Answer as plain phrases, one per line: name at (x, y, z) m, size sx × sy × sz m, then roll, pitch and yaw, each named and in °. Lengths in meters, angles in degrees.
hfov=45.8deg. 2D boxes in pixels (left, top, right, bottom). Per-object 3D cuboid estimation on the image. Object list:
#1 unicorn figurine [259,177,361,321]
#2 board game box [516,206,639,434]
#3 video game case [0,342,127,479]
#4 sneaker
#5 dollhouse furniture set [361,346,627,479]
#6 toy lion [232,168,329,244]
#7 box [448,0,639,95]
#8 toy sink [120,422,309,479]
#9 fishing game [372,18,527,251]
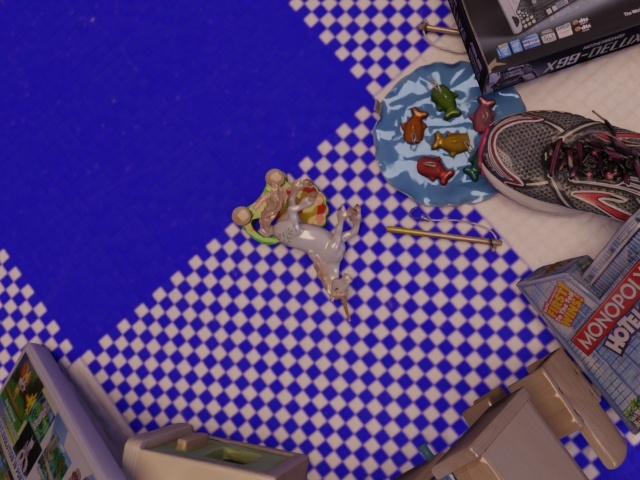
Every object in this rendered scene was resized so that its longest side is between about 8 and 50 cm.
unicorn figurine at (0.000, 0.000, 0.893) m, size 0.162 × 0.060 × 0.111 m, roll 32°, pitch 109°, yaw 9°
board game box at (0.311, 0.066, 0.782) m, size 0.194 × 0.060 × 0.194 m, roll 43°, pitch 134°, yaw 23°
video game case at (-0.352, 0.312, 0.853) m, size 0.329 × 0.036 × 0.300 m, roll 30°, pitch 90°, yaw 52°
sneaker at (0.319, -0.079, 0.807) m, size 0.299 × 0.112 × 0.121 m, roll 14°, pitch 86°, yaw 12°
dollhouse furniture set at (0.144, 0.302, 0.761) m, size 0.303 × 0.286 × 0.198 m, roll -42°, pitch 77°, yaw 34°
toy lion at (-0.043, -0.033, 0.930) m, size 0.096 × 0.034 × 0.100 m, roll 43°, pitch 93°, yaw 6°
box at (0.292, -0.329, 0.853) m, size 0.307 × 0.076 × 0.242 m, roll -17°, pitch 80°, yaw 3°
toy sink at (-0.148, 0.285, 0.848) m, size 0.234 × 0.153 × 0.131 m, roll 7°, pitch 84°, yaw 14°
fishing game at (0.152, -0.130, 0.893) m, size 0.189 × 0.041 × 0.264 m, roll 12°, pitch 85°, yaw 11°
